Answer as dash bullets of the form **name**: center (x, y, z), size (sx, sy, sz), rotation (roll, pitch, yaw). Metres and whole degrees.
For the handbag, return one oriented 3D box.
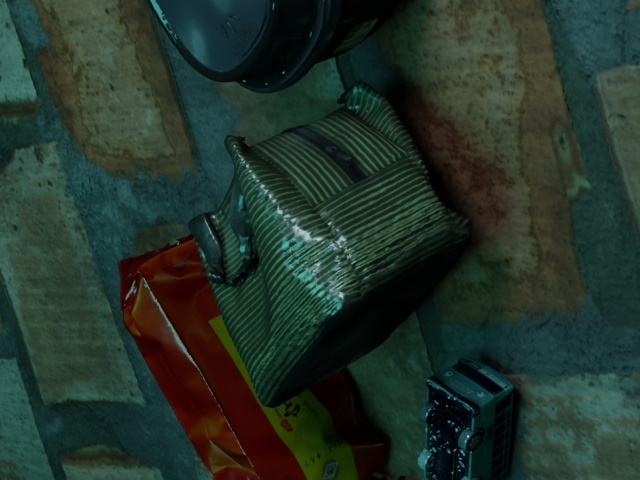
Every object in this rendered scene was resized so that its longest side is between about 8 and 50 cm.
- **handbag**: center (0.000, 0.000, 2.090), size (0.240, 0.247, 0.341), rotation (56, 153, 14)

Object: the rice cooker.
- **rice cooker**: center (-0.041, -0.295, 1.988), size (0.267, 0.224, 0.267), rotation (27, 128, 40)

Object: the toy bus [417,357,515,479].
- **toy bus**: center (0.165, 0.211, 2.140), size (0.079, 0.092, 0.160), rotation (32, 139, 35)

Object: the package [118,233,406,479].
- **package**: center (-0.079, 0.179, 2.339), size (0.423, 0.196, 0.123), rotation (57, 148, 9)
